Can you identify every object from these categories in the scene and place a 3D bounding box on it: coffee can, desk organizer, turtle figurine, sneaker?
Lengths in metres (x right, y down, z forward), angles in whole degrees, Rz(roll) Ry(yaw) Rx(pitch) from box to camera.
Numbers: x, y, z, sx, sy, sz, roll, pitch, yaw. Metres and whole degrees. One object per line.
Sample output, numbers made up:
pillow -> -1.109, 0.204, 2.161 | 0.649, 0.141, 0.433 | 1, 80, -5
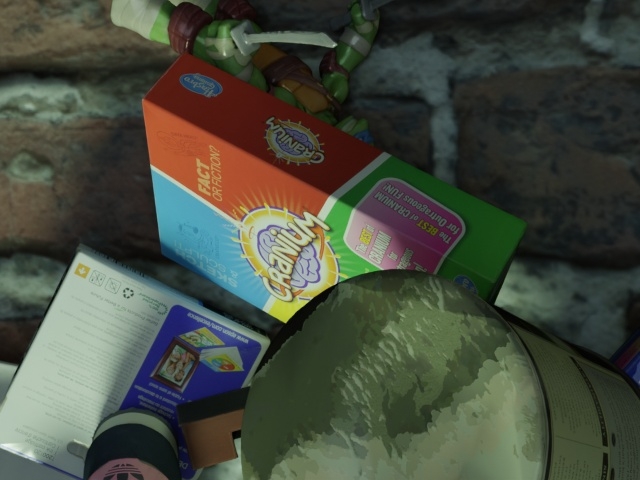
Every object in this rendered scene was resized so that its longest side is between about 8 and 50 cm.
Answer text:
coffee can -> 0.105, 0.146, 0.702 | 0.201, 0.275, 0.201 | -10, 71, 30
desk organizer -> -0.068, 0.171, 0.972 | 0.130, 0.047, 0.050 | -14, 107, -8
turtle figurine -> -0.038, -0.201, 0.919 | 0.266, 0.274, 0.198 | 34, 64, 16
sneaker -> -0.168, 0.325, 0.948 | 0.112, 0.131, 0.319 | -9, 108, -2

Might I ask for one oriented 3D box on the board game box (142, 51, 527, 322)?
board game box -> 0.000, 0.000, 0.889 | 0.316, 0.242, 0.064 | 28, 60, 14

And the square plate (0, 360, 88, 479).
square plate -> -0.397, 0.281, 1.085 | 0.347, 0.049, 0.344 | 11, 94, 14

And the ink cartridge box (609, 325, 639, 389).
ink cartridge box -> 0.304, 0.246, 0.855 | 0.395, 0.151, 0.270 | 41, 100, 13

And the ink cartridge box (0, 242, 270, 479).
ink cartridge box -> -0.187, 0.139, 0.994 | 0.206, 0.045, 0.208 | 27, 95, -12
